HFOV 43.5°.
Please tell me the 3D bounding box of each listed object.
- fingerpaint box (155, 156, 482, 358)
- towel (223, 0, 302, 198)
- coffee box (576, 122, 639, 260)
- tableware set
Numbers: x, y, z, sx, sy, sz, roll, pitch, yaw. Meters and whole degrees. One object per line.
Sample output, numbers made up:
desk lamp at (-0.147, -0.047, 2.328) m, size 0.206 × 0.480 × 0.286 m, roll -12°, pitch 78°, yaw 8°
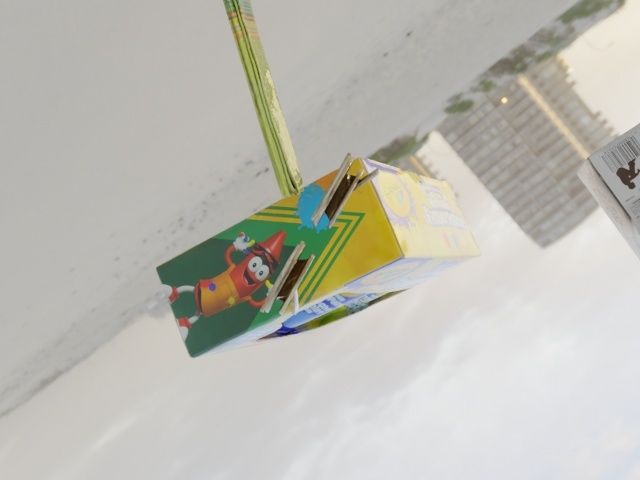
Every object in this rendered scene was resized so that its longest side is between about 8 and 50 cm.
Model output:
fingerpaint box at (0.023, 0.036, 1.315) m, size 0.371 × 0.163 × 0.445 m, roll -27°, pitch 169°, yaw 21°
towel at (-0.054, -0.161, 0.761) m, size 0.021 × 0.237 × 0.102 m, roll -14°, pitch -169°, yaw 9°
coffee box at (0.560, -0.035, 1.308) m, size 0.119 × 0.297 × 0.168 m, roll -34°, pitch 171°, yaw 8°
tableware set at (0.000, 0.000, 0.873) m, size 0.194 × 0.039 × 0.128 m, roll -61°, pitch 180°, yaw 3°
